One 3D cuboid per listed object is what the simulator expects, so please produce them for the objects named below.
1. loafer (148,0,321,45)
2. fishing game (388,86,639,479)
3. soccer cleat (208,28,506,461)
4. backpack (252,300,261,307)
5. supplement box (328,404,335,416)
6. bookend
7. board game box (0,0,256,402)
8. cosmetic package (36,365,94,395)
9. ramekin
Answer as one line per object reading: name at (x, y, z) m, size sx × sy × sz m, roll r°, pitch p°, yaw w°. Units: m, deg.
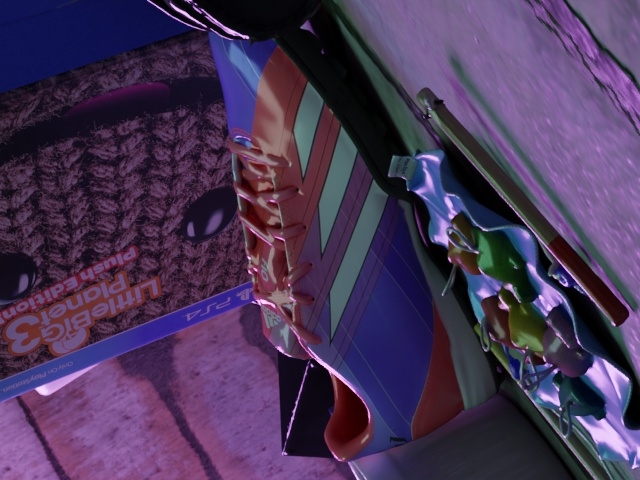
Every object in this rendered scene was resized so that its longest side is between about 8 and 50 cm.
loafer at (-0.063, -0.185, 0.588) m, size 0.095 × 0.109 × 0.302 m, roll 44°, pitch 163°, yaw 50°
fishing game at (0.090, 0.036, 0.797) m, size 0.189 × 0.041 × 0.264 m, roll 52°, pitch 173°, yaw 24°
soccer cleat at (0.000, 0.000, 0.963) m, size 0.318 × 0.116 × 0.108 m, roll 61°, pitch 174°, yaw -33°
backpack at (-0.065, -0.020, 1.432) m, size 0.152 × 0.115 × 0.182 m, roll 58°, pitch 177°, yaw -24°
supplement box at (0.062, 0.168, 1.517) m, size 0.056 × 0.083 × 0.083 m, roll 53°, pitch 172°, yaw 30°
bookend at (0.007, 0.102, 1.600) m, size 0.156 × 0.072 × 0.157 m, roll 105°, pitch 166°, yaw -47°
board game box at (-0.172, -0.058, 1.171) m, size 0.141 × 0.232 × 0.291 m, roll 54°, pitch 156°, yaw 35°
cosmetic package at (-0.291, -0.124, 1.728) m, size 0.329 × 0.327 × 0.393 m, roll 52°, pitch 173°, yaw 42°
ramekin at (0.115, 0.197, 1.094) m, size 0.207 × 0.109 × 0.207 m, roll 57°, pitch 174°, yaw 10°
